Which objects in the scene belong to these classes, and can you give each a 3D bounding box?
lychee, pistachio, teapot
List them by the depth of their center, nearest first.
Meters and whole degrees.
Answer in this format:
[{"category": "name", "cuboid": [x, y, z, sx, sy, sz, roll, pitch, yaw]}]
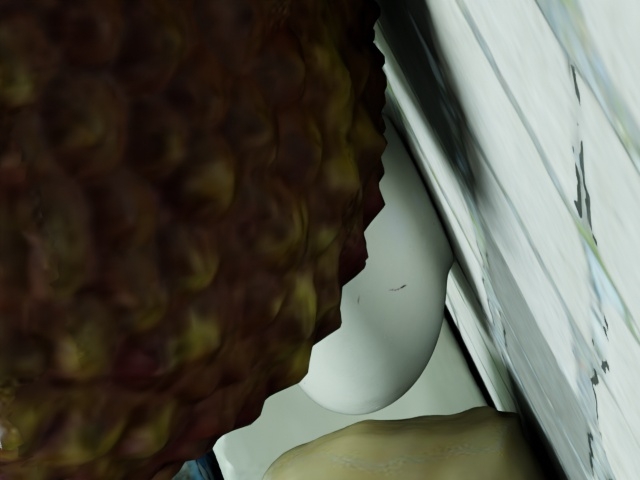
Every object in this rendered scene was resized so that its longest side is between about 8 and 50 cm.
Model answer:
[{"category": "lychee", "cuboid": [-0.097, -0.045, 0.474, 0.271, 0.236, 0.236, 80, 168, -50]}, {"category": "teapot", "cuboid": [0.000, 0.000, 0.706, 0.226, 0.092, 0.145, 58, -171, -80]}, {"category": "pistachio", "cuboid": [0.041, 0.140, 0.752, 0.229, 0.157, 0.157, 43, -158, -83]}]

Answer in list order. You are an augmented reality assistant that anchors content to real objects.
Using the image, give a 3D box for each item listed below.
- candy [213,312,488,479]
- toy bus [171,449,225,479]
[{"category": "candy", "cuboid": [0.061, 0.190, 0.967, 0.208, 0.145, 0.359, 61, -176, -75]}, {"category": "toy bus", "cuboid": [-0.087, 0.162, 0.961, 0.297, 0.106, 0.131, 66, -175, 37]}]
